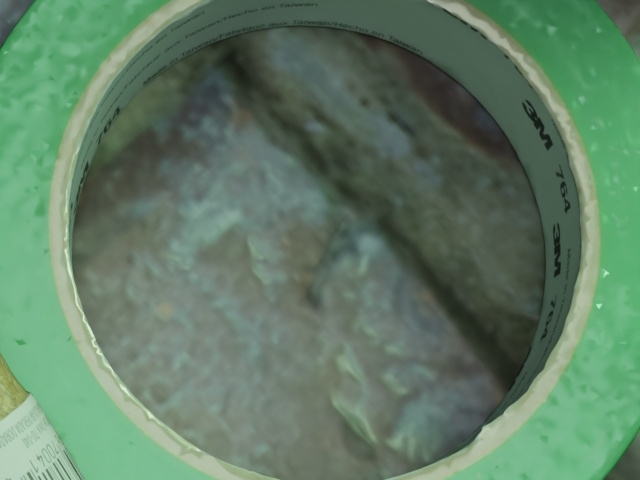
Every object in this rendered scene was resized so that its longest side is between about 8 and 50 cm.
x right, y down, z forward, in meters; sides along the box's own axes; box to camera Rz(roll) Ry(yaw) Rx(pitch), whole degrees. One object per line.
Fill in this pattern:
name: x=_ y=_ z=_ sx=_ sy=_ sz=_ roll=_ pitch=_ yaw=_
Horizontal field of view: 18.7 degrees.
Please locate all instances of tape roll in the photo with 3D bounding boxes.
tape roll: x=0.000 y=0.000 z=0.868 sx=0.321 sy=0.077 sz=0.321 roll=1 pitch=78 yaw=-6

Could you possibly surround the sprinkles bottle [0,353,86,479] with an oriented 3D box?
sprinkles bottle: x=-0.115 y=0.165 z=0.758 sx=0.121 sy=0.121 sz=0.355 roll=-32 pitch=97 yaw=-11
